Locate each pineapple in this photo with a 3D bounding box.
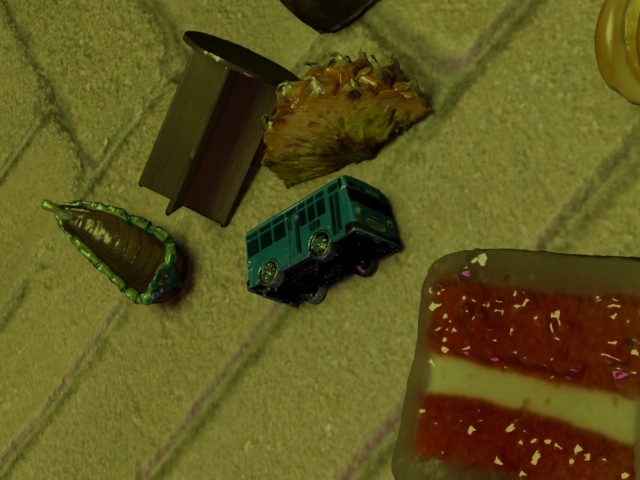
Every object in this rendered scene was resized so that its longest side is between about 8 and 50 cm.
[{"bbox_3d":[0.004,-0.189,1.493,0.250,0.140,0.164,-19,59,43],"label":"pineapple"}]

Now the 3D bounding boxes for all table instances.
[{"bbox_3d":[-0.146,-0.144,1.626,0.167,0.167,0.226,42,113,46],"label":"table"}]

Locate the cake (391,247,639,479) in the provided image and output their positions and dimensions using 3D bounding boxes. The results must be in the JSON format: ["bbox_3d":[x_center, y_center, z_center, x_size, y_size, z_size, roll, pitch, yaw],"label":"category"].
[{"bbox_3d":[0.243,0.132,1.011,0.309,0.230,0.237,2,85,53],"label":"cake"}]

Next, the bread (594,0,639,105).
[{"bbox_3d":[0.387,-0.200,1.114,0.311,0.121,0.172,9,81,48],"label":"bread"}]

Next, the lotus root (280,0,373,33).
[{"bbox_3d":[-0.012,-0.417,1.582,0.272,0.192,0.272,-12,72,42],"label":"lotus root"}]

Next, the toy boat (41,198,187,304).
[{"bbox_3d":[-0.287,0.007,1.737,0.293,0.099,0.108,29,95,40],"label":"toy boat"}]

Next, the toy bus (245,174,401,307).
[{"bbox_3d":[0.000,0.000,1.448,0.185,0.090,0.106,-29,52,35],"label":"toy bus"}]
